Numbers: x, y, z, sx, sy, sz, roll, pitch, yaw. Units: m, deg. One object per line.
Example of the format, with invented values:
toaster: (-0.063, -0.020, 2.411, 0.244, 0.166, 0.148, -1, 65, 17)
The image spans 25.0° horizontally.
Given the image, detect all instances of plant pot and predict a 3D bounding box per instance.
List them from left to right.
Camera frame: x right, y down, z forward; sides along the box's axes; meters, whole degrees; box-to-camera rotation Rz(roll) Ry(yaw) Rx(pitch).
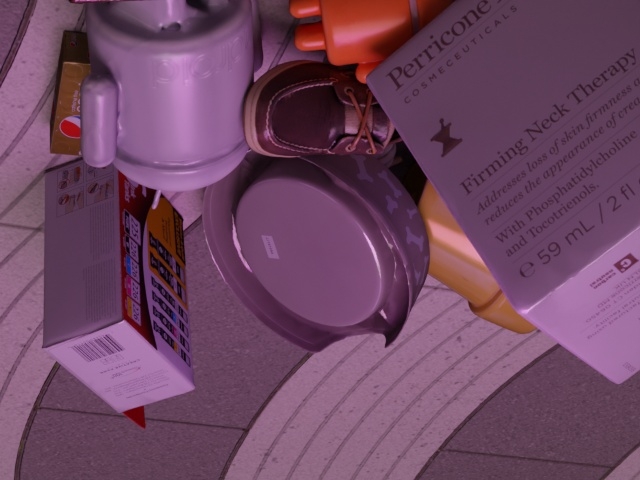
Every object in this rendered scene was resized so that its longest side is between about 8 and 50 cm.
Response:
plant pot: (0.234, -0.020, 2.101, 0.239, 0.254, 0.254, 21, 137, -10)

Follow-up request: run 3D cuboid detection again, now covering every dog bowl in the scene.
dog bowl: (0.000, 0.000, 2.046, 0.349, 0.102, 0.348, 22, 133, 26)

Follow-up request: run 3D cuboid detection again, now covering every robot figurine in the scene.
robot figurine: (-0.182, -0.204, 1.781, 0.300, 0.200, 0.353, -35, 144, -31)
robot figurine: (0.072, -0.287, 1.802, 0.219, 0.158, 0.128, -9, 160, 2)

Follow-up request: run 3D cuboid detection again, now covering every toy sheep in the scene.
toy sheep: (0.067, -0.132, 2.042, 0.091, 0.091, 0.132, -9, 129, 2)

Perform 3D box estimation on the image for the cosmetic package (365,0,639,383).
cosmetic package: (0.329, -0.104, 1.726, 0.329, 0.393, 0.327, -40, 145, 13)

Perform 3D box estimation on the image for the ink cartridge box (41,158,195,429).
ink cartridge box: (-0.272, 0.071, 2.060, 0.130, 0.309, 0.272, -19, 142, 15)

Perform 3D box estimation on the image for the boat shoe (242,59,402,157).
boat shoe: (0.045, -0.166, 1.847, 0.123, 0.123, 0.342, 9, -170, 39)

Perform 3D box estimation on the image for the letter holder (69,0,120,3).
letter holder: (-0.165, -0.418, 1.503, 0.214, 0.152, 0.302, -4, 127, -16)

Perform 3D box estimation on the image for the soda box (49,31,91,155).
soda box: (-0.321, -0.192, 1.915, 0.061, 0.058, 0.181, 4, 141, -15)
